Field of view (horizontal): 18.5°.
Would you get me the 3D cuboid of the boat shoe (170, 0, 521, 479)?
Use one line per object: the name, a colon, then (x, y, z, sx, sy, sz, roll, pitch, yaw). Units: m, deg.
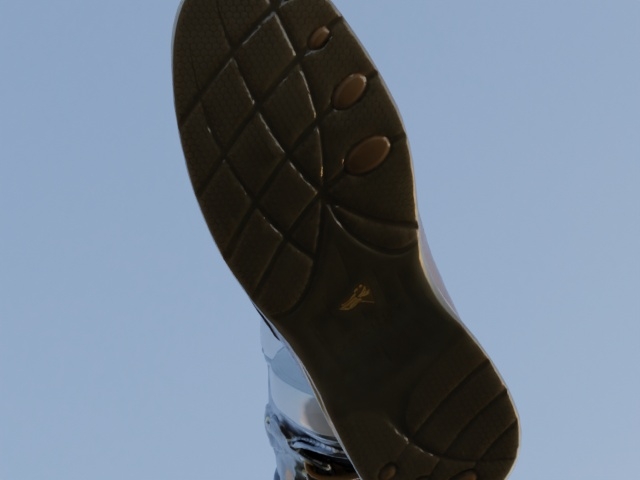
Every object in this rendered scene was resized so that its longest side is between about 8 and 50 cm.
boat shoe: (0.001, 0.000, 0.587, 0.064, 0.060, 0.178, -27, -75, -8)

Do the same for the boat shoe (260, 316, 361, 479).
boat shoe: (0.013, 0.076, 0.753, 0.065, 0.183, 0.083, -6, -83, -5)
